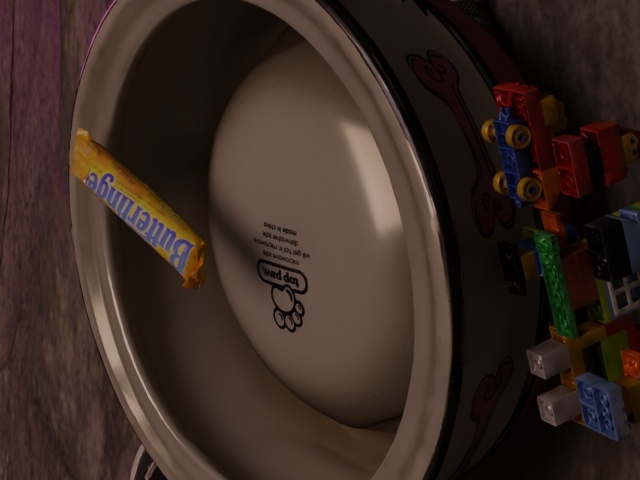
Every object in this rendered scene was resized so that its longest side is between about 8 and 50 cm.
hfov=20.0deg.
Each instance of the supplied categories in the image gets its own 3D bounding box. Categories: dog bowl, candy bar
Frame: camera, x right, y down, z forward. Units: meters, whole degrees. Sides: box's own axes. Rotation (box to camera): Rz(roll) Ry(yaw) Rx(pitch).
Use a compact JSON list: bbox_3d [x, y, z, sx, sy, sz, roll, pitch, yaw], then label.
[{"bbox_3d":[0.000,0.000,1.214,0.408,0.150,0.408,19,116,47],"label":"dog bowl"},{"bbox_3d":[-0.122,-0.022,1.225,0.161,0.018,0.040,41,131,38],"label":"candy bar"}]

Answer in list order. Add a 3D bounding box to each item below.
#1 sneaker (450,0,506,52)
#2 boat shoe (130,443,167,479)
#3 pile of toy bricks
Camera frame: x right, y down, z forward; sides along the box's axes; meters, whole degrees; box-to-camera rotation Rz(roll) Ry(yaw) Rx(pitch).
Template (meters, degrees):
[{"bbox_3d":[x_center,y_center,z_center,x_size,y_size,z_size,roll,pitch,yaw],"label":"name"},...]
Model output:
[{"bbox_3d":[0.072,-0.098,1.271,0.076,0.065,0.166,53,127,37],"label":"sneaker"},{"bbox_3d":[-0.141,0.228,1.524,0.038,0.046,0.125,16,90,57],"label":"boat shoe"},{"bbox_3d":[0.173,0.006,1.025,0.118,0.105,0.212,22,130,60],"label":"pile of toy bricks"}]
